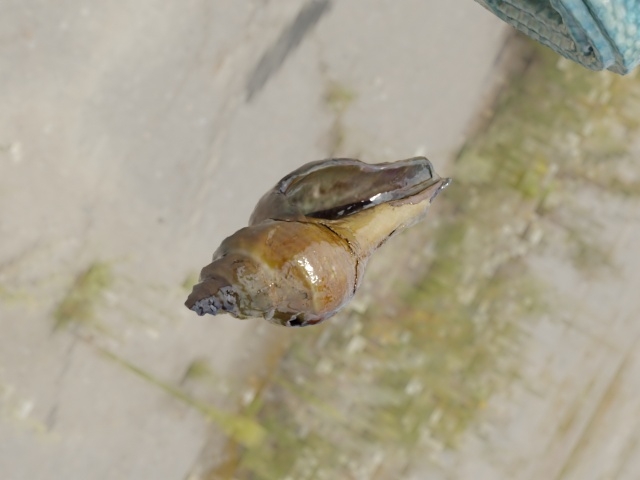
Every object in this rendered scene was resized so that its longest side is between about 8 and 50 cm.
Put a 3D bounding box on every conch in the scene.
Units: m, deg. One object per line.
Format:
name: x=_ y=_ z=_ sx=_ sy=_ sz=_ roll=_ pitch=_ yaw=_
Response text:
conch: x=-0.006 y=0.001 z=1.212 sx=0.080 sy=0.086 sz=0.233 roll=-39 pitch=-175 yaw=36

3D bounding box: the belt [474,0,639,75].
belt: x=0.055 y=-0.132 z=0.699 sx=0.072 sy=0.087 sz=0.302 roll=-45 pitch=-154 yaw=0
